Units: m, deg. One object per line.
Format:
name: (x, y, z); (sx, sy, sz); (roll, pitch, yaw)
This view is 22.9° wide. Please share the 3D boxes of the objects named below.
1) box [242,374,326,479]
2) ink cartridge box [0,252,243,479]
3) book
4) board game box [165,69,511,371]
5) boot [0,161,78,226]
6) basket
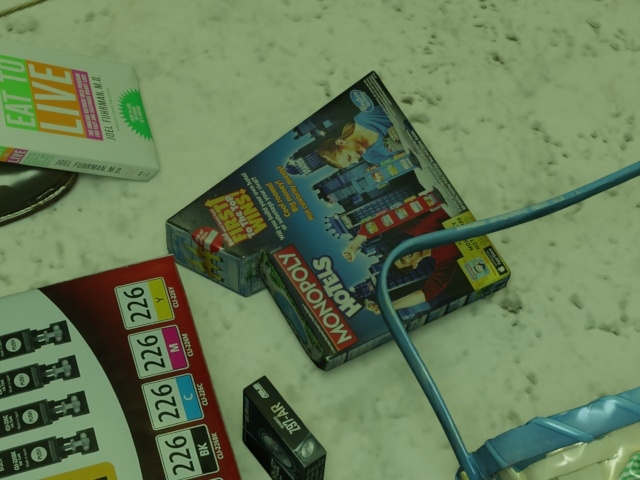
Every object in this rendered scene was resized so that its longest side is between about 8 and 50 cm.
box: (-0.024, 0.133, 1.023); (0.018, 0.083, 0.067); (-32, 66, -20)
ink cartridge box: (-0.176, 0.197, 0.954); (0.272, 0.130, 0.309); (-15, 62, -10)
book: (-0.193, -0.093, 1.144); (0.144, 0.035, 0.096); (6, 53, -38)
board game box: (0.000, 0.000, 1.117); (0.194, 0.060, 0.194); (-24, 63, -14)
boot: (-0.284, -0.060, 1.114); (0.219, 0.106, 0.082); (-6, 60, -5)
basket: (0.198, 0.099, 0.982); (0.255, 0.201, 0.289); (-21, 72, -13)
